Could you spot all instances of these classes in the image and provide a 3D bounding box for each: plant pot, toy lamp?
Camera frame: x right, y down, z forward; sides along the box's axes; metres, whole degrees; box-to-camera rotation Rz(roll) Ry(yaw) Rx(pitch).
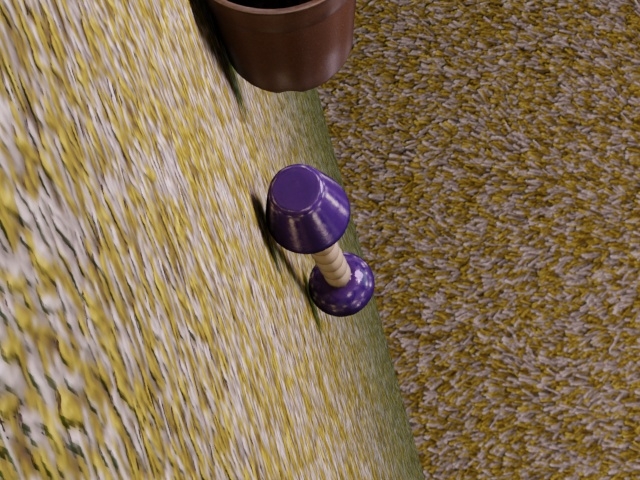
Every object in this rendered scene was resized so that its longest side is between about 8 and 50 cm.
[{"bbox_3d":[-0.036,-0.228,1.168,0.165,0.167,0.167,84,-7,-65],"label":"plant pot"},{"bbox_3d":[0.000,0.000,1.215,0.274,0.080,0.080,68,7,-70],"label":"toy lamp"}]

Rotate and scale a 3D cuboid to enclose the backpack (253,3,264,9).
[{"bbox_3d":[-0.049,-0.334,1.285,0.144,0.166,0.188,58,-7,34],"label":"backpack"}]
